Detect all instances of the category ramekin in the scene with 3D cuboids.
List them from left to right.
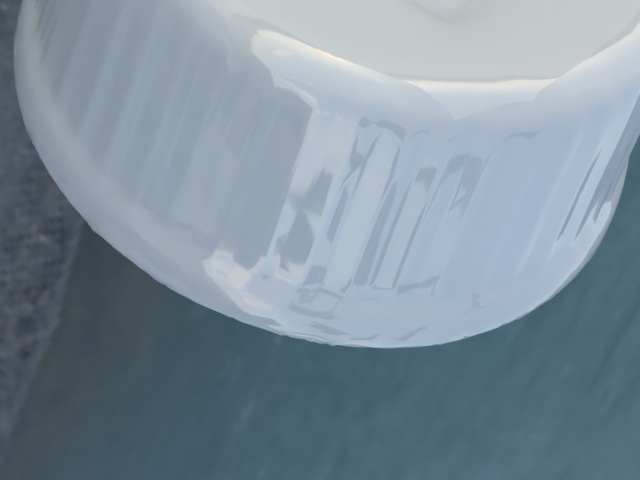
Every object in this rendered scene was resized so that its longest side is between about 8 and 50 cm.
[{"bbox_3d":[0.018,-0.105,0.779,0.277,0.277,0.135,-39,162,-36],"label":"ramekin"}]
